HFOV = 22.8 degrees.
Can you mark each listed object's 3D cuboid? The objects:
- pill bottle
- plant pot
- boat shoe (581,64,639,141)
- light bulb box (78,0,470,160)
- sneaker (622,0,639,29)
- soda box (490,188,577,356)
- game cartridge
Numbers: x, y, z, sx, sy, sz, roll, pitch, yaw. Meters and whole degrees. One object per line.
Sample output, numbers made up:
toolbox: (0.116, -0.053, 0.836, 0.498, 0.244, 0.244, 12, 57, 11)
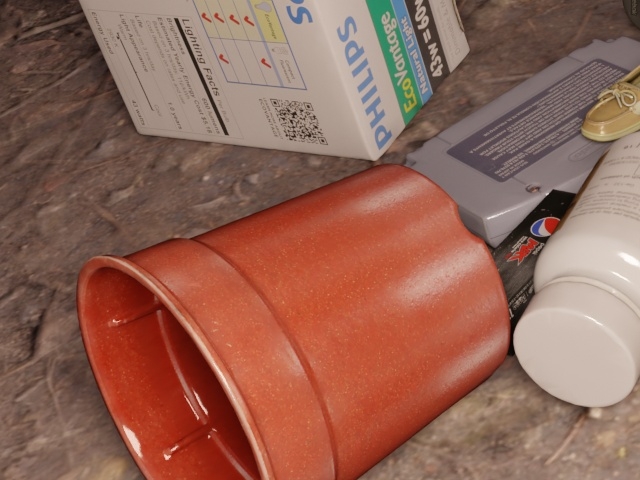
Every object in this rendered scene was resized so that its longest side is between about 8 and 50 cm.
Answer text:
pill bottle: (0.248, 0.023, 1.298, 0.131, 0.131, 0.229, 4, 40, 34)
plant pot: (-0.010, 0.081, 1.262, 0.265, 0.272, 0.272, -27, 32, -26)
boat shoe: (0.305, -0.146, 1.502, 0.153, 0.048, 0.056, -32, 34, -17)
light bulb box: (-0.075, -0.302, 1.754, 0.361, 0.358, 0.225, 9, 45, 37)
sneaker: (0.462, -0.314, 1.713, 0.286, 0.109, 0.130, -12, 27, 10)
soda box: (0.188, 0.026, 1.400, 0.060, 0.053, 0.169, 15, 47, 42)
game cartridge: (0.240, -0.098, 1.559, 0.294, 0.060, 0.196, -32, 30, -16)
